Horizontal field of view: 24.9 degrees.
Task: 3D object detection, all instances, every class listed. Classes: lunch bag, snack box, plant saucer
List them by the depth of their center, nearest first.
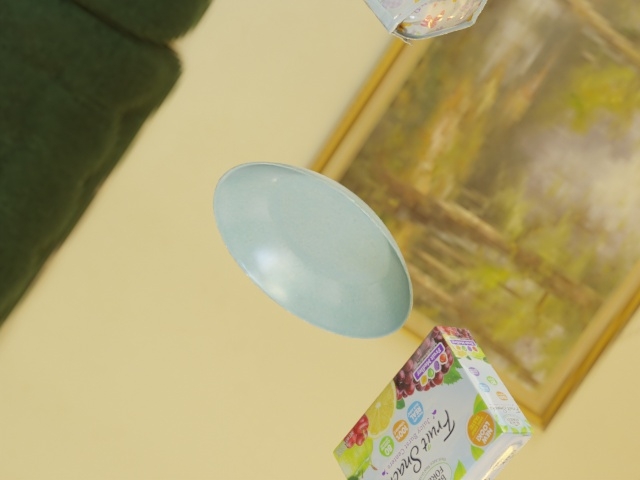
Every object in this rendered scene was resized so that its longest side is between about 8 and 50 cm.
[{"bbox_3d":[0.054,-0.161,0.899,0.083,0.071,0.053,-22,154,-38],"label":"lunch bag"},{"bbox_3d":[0.077,0.145,1.033,0.037,0.100,0.141,6,130,-41],"label":"snack box"},{"bbox_3d":[0.000,0.000,1.207,0.037,0.195,0.195,-52,180,-33],"label":"plant saucer"}]
